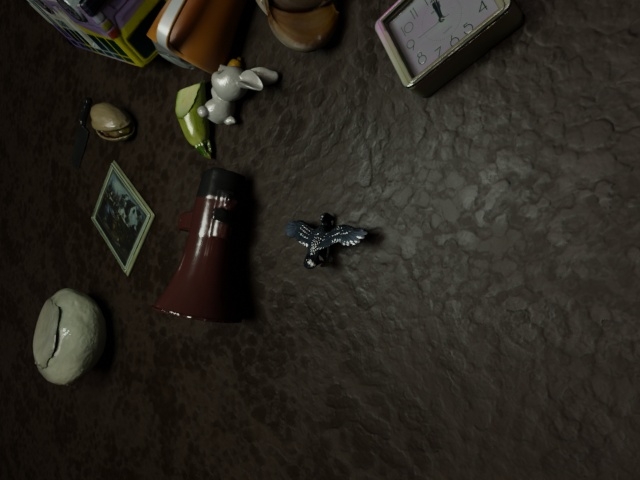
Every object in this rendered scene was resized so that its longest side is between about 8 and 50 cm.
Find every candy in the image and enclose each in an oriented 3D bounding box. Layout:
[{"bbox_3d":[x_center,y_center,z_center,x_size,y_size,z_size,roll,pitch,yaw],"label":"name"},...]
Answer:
[{"bbox_3d":[-0.760,0.294,1.448,0.295,0.185,0.296,-20,63,46],"label":"candy"}]

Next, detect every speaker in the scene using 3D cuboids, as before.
[{"bbox_3d":[-0.254,0.019,1.098,0.259,0.198,0.330,139,140,-74],"label":"speaker"}]

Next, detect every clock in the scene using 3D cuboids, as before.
[{"bbox_3d":[0.195,-0.345,0.748,0.192,0.071,0.147,-33,70,35],"label":"clock"}]

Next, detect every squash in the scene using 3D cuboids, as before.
[{"bbox_3d":[-0.305,-0.291,1.151,0.090,0.075,0.200,-15,81,12],"label":"squash"}]

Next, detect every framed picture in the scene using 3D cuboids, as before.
[{"bbox_3d":[-0.606,-0.070,1.430,0.296,0.019,0.232,44,116,30],"label":"framed picture"}]

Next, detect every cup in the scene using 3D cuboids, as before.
[{"bbox_3d":[-0.262,-0.503,1.039,0.182,0.226,0.264,31,105,1],"label":"cup"}]

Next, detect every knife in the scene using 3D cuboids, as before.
[{"bbox_3d":[-0.798,-0.356,1.593,0.072,0.019,0.246,37,115,29],"label":"knife"}]

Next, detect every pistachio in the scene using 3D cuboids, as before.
[{"bbox_3d":[-0.606,-0.344,1.385,0.149,0.113,0.113,29,108,20],"label":"pistachio"}]

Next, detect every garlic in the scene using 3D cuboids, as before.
[{"bbox_3d":[-0.050,-0.479,0.900,0.160,0.191,0.214,-128,45,-55],"label":"garlic"}]

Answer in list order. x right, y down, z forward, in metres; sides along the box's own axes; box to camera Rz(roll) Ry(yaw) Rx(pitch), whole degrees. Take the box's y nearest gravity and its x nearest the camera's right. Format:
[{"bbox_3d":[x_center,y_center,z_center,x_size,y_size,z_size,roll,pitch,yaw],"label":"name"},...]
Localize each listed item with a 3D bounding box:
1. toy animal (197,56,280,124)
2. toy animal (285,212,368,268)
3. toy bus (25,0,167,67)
[{"bbox_3d":[-0.181,-0.342,1.058,0.127,0.131,0.181,44,129,-5],"label":"toy animal"},{"bbox_3d":[0.000,0.000,0.909,0.220,0.062,0.108,13,98,45],"label":"toy animal"},{"bbox_3d":[-0.588,-0.633,1.271,0.439,0.249,0.209,27,77,36],"label":"toy bus"}]
